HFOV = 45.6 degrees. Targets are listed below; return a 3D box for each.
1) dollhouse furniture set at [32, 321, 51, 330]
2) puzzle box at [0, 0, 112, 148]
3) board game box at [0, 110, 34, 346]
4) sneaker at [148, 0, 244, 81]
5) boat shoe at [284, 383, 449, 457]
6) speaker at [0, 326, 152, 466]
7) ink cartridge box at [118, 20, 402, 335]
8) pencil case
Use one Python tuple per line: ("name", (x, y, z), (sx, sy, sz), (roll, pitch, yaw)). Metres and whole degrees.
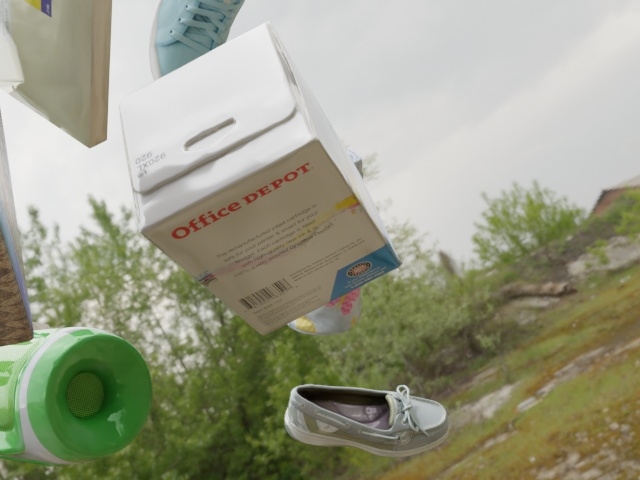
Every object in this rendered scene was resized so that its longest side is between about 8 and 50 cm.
("dollhouse furniture set", (-0.553, 0.250, 1.224), (0.212, 0.161, 0.242), (-48, -32, 10))
("puzzle box", (-0.509, -0.406, 1.442), (0.052, 0.272, 0.409), (-39, -25, -44))
("board game box", (-0.283, -0.093, 0.478), (0.141, 0.291, 0.232), (-10, -22, -19))
("sneaker", (-0.183, -0.411, 1.255), (0.135, 0.366, 0.150), (17, 3, -24))
("boat shoe", (0.095, 0.329, 1.441), (0.320, 0.118, 0.103), (7, -50, -5))
("speaker", (-0.301, 0.156, 0.773), (0.296, 0.131, 0.131), (-10, 5, 42))
("ink cartridge box", (-0.055, -0.052, 0.747), (0.171, 0.168, 0.233), (-27, -36, 8))
("pencil case", (0.000, 0.000, 1.093), (0.124, 0.273, 0.113), (-12, 24, -23))
